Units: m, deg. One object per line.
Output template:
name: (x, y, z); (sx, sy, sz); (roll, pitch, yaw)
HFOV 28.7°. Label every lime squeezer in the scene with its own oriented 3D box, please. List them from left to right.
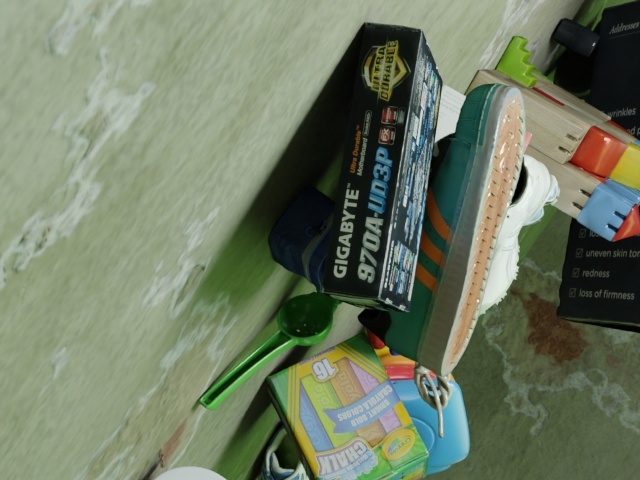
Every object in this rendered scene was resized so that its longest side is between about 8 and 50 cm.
lime squeezer: (-0.011, 0.038, 1.246); (0.110, 0.059, 0.310); (32, 91, -45)

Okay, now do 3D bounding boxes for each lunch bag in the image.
lunch bag: (0.000, 0.000, 1.120); (0.067, 0.065, 0.098); (-55, 168, -12)

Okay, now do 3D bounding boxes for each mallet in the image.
mallet: (0.377, -0.310, 1.886); (0.039, 0.062, 0.189); (-62, -179, 14)

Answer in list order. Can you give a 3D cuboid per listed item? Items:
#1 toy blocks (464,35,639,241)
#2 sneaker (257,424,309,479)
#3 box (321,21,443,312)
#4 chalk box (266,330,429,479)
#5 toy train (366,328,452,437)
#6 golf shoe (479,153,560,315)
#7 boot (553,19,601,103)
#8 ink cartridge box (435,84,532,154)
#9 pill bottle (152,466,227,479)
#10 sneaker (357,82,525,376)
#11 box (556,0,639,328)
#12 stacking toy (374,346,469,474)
toy blocks: (0.320, -0.115, 1.606); (0.190, 0.261, 0.381); (-61, 167, 17)
sneaker: (-0.054, 0.313, 1.680); (0.081, 0.080, 0.211); (-19, 131, -60)
box: (0.057, -0.053, 1.053); (0.175, 0.051, 0.220); (28, 70, -77)
chalk box: (0.043, 0.237, 1.445); (0.132, 0.213, 0.132); (-26, 161, -8)
toy train: (0.103, 0.104, 1.455); (0.143, 0.105, 0.248); (109, -29, -83)
golf shoe: (0.172, -0.010, 1.269); (0.176, 0.069, 0.086); (-63, 147, -8)
boot: (0.431, -0.252, 2.099); (0.236, 0.085, 0.178); (-46, 166, -42)
ink cartridge box: (0.123, -0.059, 1.326); (0.198, 0.115, 0.067); (-51, 164, -28)
pill bottle: (-0.142, 0.319, 1.234); (0.119, 0.119, 0.208); (-46, 163, -40)
sneaker: (0.105, -0.017, 1.192); (0.108, 0.121, 0.302); (-34, 142, -56)
box: (0.602, -0.093, 1.683); (0.480, 0.297, 0.471); (1, -99, 63)
stacking toy: (0.118, 0.170, 1.770); (0.301, 0.175, 0.165); (-83, 165, -51)
